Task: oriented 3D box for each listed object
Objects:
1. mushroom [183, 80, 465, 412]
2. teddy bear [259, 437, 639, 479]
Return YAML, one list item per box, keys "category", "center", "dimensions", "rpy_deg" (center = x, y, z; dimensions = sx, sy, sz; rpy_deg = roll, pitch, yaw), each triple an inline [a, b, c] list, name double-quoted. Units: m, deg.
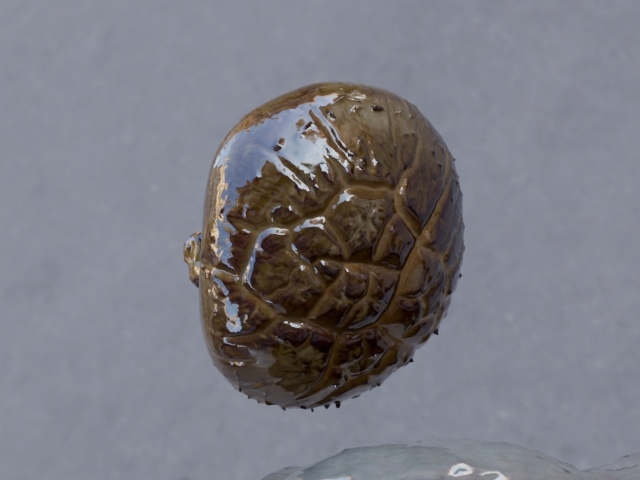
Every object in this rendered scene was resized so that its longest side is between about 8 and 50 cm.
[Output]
- category: "mushroom"
  center: [0.002, 0.003, 0.741]
  dimensions: [0.109, 0.126, 0.085]
  rpy_deg: [-6, 24, 0]
- category: "teddy bear"
  center: [0.100, 0.145, 0.679]
  dimensions: [0.267, 0.151, 0.236]
  rpy_deg: [-4, 22, -5]
